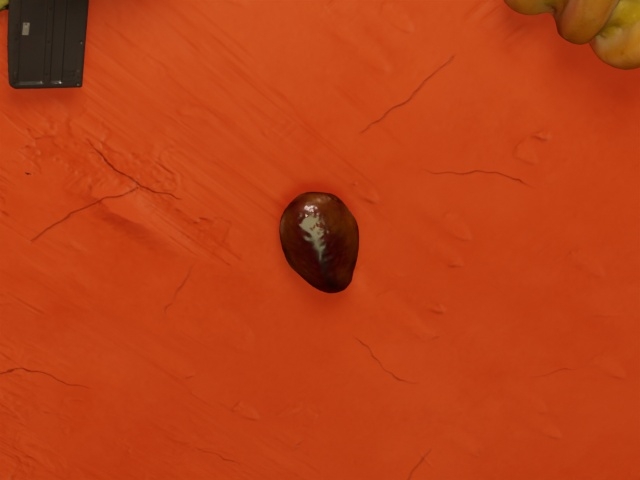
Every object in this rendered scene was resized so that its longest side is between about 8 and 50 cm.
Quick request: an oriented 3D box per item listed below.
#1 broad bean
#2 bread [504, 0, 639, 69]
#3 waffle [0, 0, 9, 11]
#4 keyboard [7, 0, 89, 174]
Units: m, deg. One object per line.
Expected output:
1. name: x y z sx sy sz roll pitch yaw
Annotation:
1. broad bean: 0.000 0.000 1.894 0.114 0.084 0.165 -17 126 -15
2. bread: 0.374 -0.358 1.554 0.270 0.211 0.316 26 120 -26
3. waffle: -0.433 -0.378 1.509 0.297 0.073 0.317 -34 129 19
4. keyboard: -0.326 -0.251 1.589 0.103 0.041 0.381 -3 126 -20
